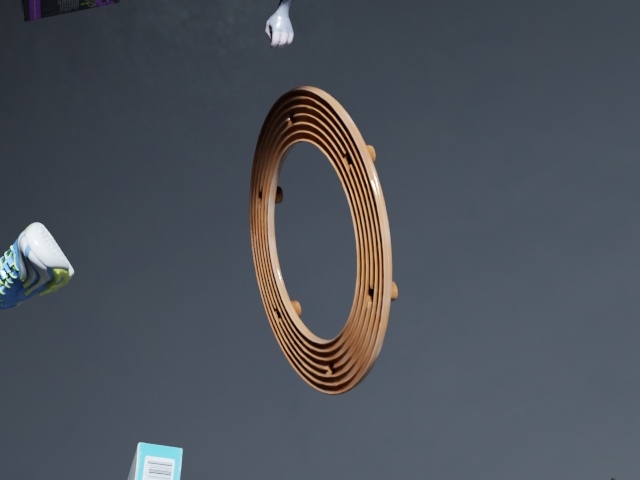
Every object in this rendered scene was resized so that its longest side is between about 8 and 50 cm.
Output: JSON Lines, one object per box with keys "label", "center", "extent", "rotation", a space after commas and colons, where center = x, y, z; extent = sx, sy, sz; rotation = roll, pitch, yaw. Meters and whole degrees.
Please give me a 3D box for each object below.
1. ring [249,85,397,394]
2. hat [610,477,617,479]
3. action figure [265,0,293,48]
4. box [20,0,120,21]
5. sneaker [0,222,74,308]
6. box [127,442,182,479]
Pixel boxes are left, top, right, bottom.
{"label": "ring", "center": [0.000, 0.000, 1.324], "extent": [0.032, 0.337, 0.336], "rotation": [-7, 2, -25]}
{"label": "hat", "center": [0.500, 0.495, 1.729], "extent": [0.133, 0.331, 0.331], "rotation": [-7, 13, 8]}
{"label": "action figure", "center": [-0.016, -0.454, 1.710], "extent": [0.370, 0.248, 0.276], "rotation": [-18, -25, -44]}
{"label": "box", "center": [-0.398, -0.408, 1.938], "extent": [0.162, 0.029, 0.116], "rotation": [-14, -21, -18]}
{"label": "sneaker", "center": [-0.412, 0.050, 1.678], "extent": [0.126, 0.091, 0.240], "rotation": [-33, -5, -11]}
{"label": "box", "center": [-0.237, 0.374, 1.631], "extent": [0.060, 0.101, 0.244], "rotation": [10, -38, -11]}
